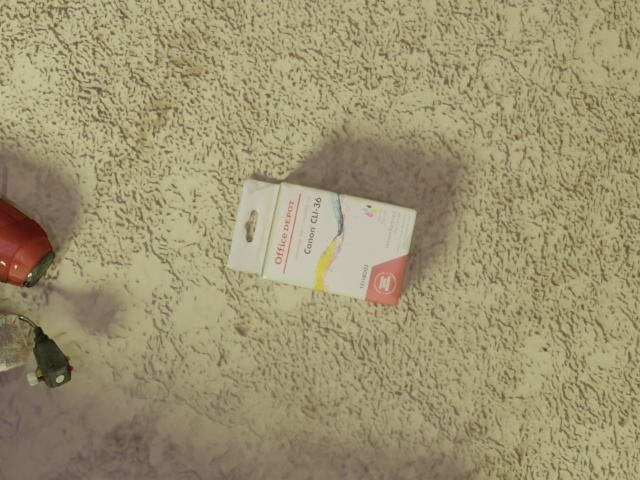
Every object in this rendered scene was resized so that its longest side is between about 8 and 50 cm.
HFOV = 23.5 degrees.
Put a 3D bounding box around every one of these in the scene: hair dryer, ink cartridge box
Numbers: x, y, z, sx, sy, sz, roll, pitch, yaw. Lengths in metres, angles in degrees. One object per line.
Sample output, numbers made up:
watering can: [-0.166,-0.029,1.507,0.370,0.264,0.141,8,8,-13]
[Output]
hair dryer: [-0.397,0.036,1.679,0.223,0.080,0.293,-5,63,-28]
ink cartridge box: [0.000,0.000,1.756,0.198,0.067,0.115,11,90,-4]
